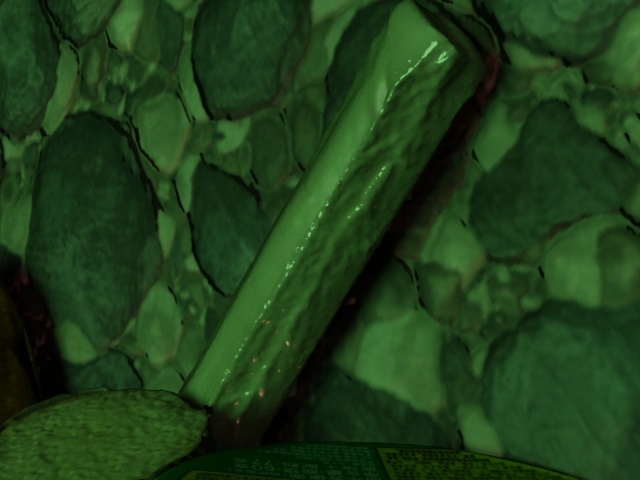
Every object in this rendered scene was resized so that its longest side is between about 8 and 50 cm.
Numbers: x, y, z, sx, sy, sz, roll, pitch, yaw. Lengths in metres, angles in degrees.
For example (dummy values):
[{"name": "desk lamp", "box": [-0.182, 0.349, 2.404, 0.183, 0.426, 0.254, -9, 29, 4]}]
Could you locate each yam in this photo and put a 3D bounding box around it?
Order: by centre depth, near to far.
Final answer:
[{"name": "yam", "box": [-0.103, 0.201, 0.803, 0.128, 0.129, 0.238, 4, 106, 25]}]

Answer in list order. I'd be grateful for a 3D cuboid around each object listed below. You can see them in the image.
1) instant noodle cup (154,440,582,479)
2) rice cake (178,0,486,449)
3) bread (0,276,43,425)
[{"name": "instant noodle cup", "box": [0.026, 0.216, 0.650, 0.207, 0.207, 0.232, 13, 103, 49]}, {"name": "rice cake", "box": [0.000, 0.000, 0.801, 0.256, 0.052, 0.057, -60, 42, 24]}, {"name": "bread", "box": [-0.260, 0.134, 1.012, 0.195, 0.143, 0.269, -28, 65, 41]}]
